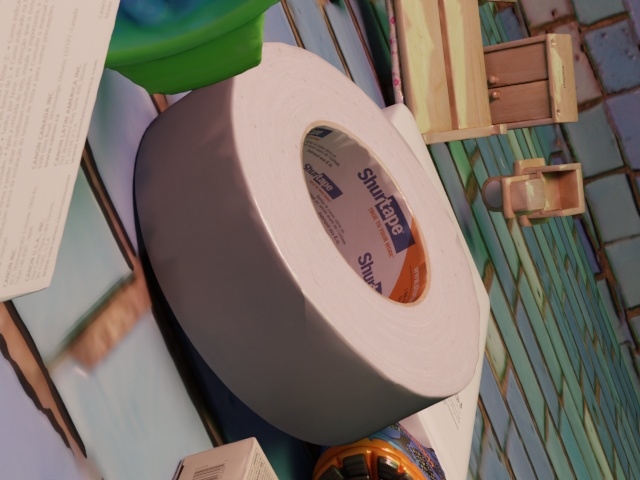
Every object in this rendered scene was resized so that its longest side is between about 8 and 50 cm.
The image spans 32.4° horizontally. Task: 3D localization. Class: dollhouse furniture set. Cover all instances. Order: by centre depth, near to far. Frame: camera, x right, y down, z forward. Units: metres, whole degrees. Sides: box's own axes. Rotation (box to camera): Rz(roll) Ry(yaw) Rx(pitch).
[{"bbox_3d":[0.113,-0.150,1.229,0.355,0.174,0.303,-10,95,-43],"label":"dollhouse furniture set"}]

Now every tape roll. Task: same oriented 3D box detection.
[{"bbox_3d":[0.000,0.000,0.619,0.219,0.072,0.219,39,33,-32],"label":"tape roll"}]

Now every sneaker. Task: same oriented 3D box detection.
[{"bbox_3d":[0.065,0.177,0.709,0.087,0.083,0.221,-93,159,-52],"label":"sneaker"}]

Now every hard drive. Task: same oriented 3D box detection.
[{"bbox_3d":[0.073,0.041,0.913,0.233,0.047,0.353,66,20,-16],"label":"hard drive"}]

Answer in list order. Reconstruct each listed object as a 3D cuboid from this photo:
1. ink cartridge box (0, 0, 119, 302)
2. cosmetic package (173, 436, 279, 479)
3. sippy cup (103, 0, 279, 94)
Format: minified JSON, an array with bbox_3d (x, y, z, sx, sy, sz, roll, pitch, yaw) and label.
[{"bbox_3d":[-0.133,-0.039,0.300,0.179,0.045,0.145,-15,128,-57],"label":"ink cartridge box"},{"bbox_3d":[-0.029,0.156,0.513,0.060,0.041,0.115,-71,139,-62],"label":"cosmetic package"},{"bbox_3d":[-0.099,-0.221,0.419,0.224,0.240,0.305,-102,-152,-48],"label":"sippy cup"}]
